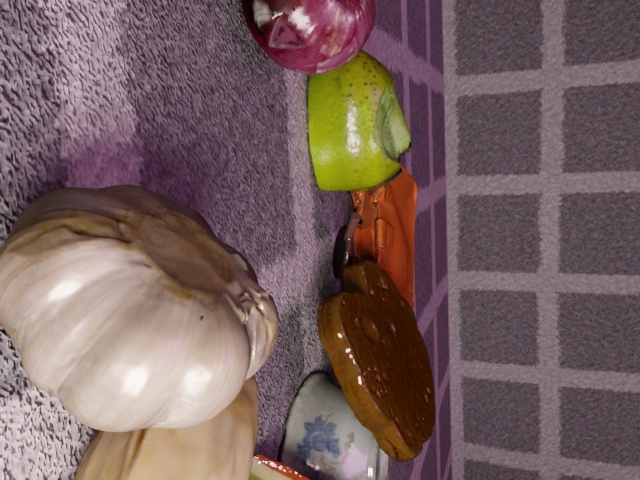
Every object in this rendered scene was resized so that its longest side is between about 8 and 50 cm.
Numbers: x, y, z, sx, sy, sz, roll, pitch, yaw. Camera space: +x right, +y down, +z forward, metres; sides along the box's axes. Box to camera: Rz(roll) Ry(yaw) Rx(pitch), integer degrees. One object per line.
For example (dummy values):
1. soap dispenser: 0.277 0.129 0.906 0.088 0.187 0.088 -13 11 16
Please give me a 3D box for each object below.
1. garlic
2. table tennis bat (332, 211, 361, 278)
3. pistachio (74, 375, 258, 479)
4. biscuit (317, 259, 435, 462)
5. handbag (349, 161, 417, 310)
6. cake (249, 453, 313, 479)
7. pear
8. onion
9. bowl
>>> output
1. garlic: -0.148 0.054 0.452 0.152 0.228 0.228 -49 167 16
2. table tennis bat: 0.000 0.000 1.099 0.170 0.119 0.107 110 -17 -47
3. pistachio: -0.139 0.196 0.521 0.229 0.157 0.157 -77 157 -48
4. biscuit: 0.112 0.212 1.044 0.381 0.074 0.358 41 36 -37
5. handbag: 0.148 0.016 1.361 0.303 0.116 0.410 29 62 -64
6. cake: -0.011 0.407 0.822 0.220 0.117 0.086 51 47 -30
7. pear: 0.079 -0.262 1.106 0.292 0.159 0.292 -2 90 -68
8. onion: -0.028 -0.348 0.796 0.200 0.201 0.207 -51 151 -59
9. bowl: 0.045 0.412 1.031 0.313 0.146 0.313 0 90 -69
